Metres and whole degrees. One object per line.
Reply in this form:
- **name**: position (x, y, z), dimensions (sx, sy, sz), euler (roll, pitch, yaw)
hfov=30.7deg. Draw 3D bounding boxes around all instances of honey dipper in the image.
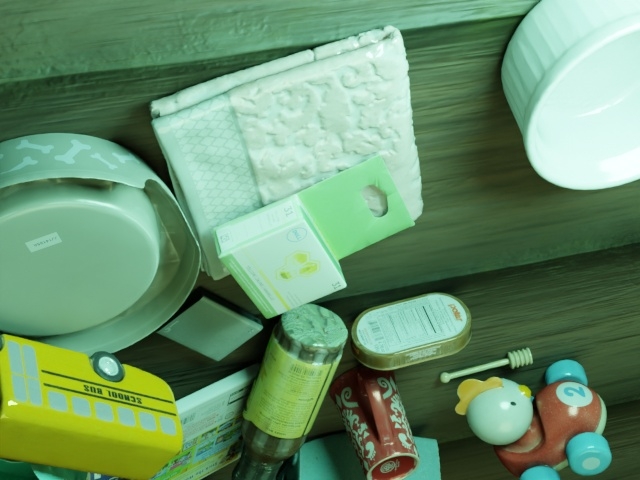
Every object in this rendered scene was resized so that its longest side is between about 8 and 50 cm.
- **honey dipper**: position (0.281, 0.215, 1.991), dimensions (0.161, 0.030, 0.030), euler (-13, 141, -4)

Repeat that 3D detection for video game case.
- **video game case**: position (-0.193, 0.304, 1.793), dimensions (0.227, 0.026, 0.206), euler (-22, 141, -42)

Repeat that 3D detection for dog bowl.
- **dog bowl**: position (-0.327, 0.012, 1.423), dimensions (0.349, 0.102, 0.348), euler (-13, 141, -11)

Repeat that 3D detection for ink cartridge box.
- **ink cartridge box**: position (0.000, 0.000, 1.515), dimensions (0.235, 0.056, 0.171), euler (-22, 143, 8)

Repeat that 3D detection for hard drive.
- **hard drive**: position (-0.162, 0.123, 1.689), dimensions (0.094, 0.022, 0.135), euler (-37, 139, 19)

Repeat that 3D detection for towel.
- **towel**: position (-0.030, -0.095, 1.469), dimensions (0.317, 0.053, 0.331), euler (-18, 142, -4)

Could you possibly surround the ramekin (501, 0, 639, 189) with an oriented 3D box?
- **ramekin**: position (0.361, -0.205, 1.446), dimensions (0.277, 0.135, 0.277), euler (-12, 140, -10)

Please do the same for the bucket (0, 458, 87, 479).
- **bucket**: position (-0.446, 0.308, 1.589), dimensions (0.281, 0.183, 0.281), euler (4, 127, 5)

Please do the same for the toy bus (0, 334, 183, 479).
- **toy bus**: position (-0.341, 0.206, 1.459), dimensions (0.333, 0.130, 0.108), euler (21, 126, -40)

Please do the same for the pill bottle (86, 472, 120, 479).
- **pill bottle**: position (-0.307, 0.317, 1.785), dimensions (0.169, 0.094, 0.094), euler (-12, 142, -29)

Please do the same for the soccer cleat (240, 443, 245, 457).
- **soccer cleat**: position (-0.083, 0.304, 1.905), dimensions (0.076, 0.068, 0.196), euler (7, 137, -26)

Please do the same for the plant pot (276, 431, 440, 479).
- **plant pot**: position (0.047, 0.482, 2.040), dimensions (0.252, 0.247, 0.247), euler (17, 130, -16)

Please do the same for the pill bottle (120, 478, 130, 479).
- **pill bottle**: position (-0.302, 0.461, 1.914), dimensions (0.161, 0.161, 0.283), euler (-35, 139, 17)

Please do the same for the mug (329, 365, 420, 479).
- **mug**: position (0.082, 0.294, 1.880), dimensions (0.113, 0.169, 0.150), euler (-32, 140, 15)

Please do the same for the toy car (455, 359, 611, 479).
- **toy car**: position (0.342, 0.292, 1.989), dimensions (0.238, 0.219, 0.210), euler (34, 118, -25)

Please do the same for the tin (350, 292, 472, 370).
- **tin**: position (0.138, 0.137, 1.771), dimensions (0.190, 0.106, 0.040), euler (-14, 141, -9)

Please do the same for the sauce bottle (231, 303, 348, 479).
- **sauce bottle**: position (-0.060, 0.255, 1.781), dimensions (0.111, 0.111, 0.344), euler (4, 125, -28)
